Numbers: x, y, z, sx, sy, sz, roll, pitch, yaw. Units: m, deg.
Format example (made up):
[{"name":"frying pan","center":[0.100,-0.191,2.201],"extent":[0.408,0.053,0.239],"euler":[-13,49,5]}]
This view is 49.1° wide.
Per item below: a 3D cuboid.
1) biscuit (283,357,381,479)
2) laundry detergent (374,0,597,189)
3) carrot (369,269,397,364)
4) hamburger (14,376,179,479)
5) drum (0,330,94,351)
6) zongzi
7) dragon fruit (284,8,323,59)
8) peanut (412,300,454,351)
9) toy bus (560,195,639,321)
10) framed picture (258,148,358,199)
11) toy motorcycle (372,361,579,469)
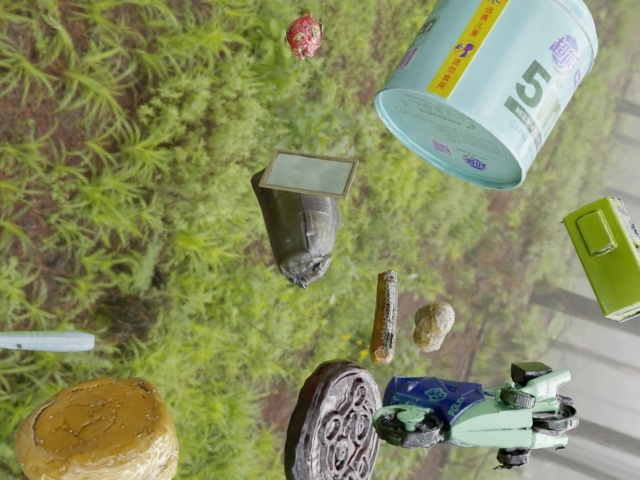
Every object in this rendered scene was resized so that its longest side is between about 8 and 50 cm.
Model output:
[{"name":"biscuit","center":[0.048,0.505,1.773],"extent":[0.407,0.091,0.408],"euler":[-9,100,-60]},{"name":"laundry detergent","center":[0.288,-0.289,1.185],"extent":[0.305,0.287,0.287],"euler":[-57,163,-8]},{"name":"carrot","center":[0.172,0.204,1.895],"extent":[0.070,0.070,0.260],"euler":[74,20,-65]},{"name":"hamburger","center":[-0.295,0.275,0.933],"extent":[0.214,0.213,0.108],"euler":[-47,144,-57]},{"name":"drum","center":[-0.466,0.154,1.001],"extent":[0.253,0.049,0.130],"euler":[24,120,-43]},{"name":"zongzi","center":[0.000,0.000,2.097],"extent":[0.432,0.207,0.404],"euler":[37,30,-48]},{"name":"dragon fruit","center":[-0.034,-0.465,1.573],"extent":[0.081,0.086,0.116],"euler":[42,60,-49]},{"name":"peanut","center":[0.284,0.217,1.770],"extent":[0.214,0.099,0.100],"euler":[86,27,-58]},{"name":"toy bus","center":[0.642,0.034,1.538],"extent":[0.150,0.128,0.262],"euler":[13,54,-50]},{"name":"framed picture","center":[-0.025,-0.152,1.588],"extent":[0.010,0.200,0.136],"euler":[88,15,-45]},{"name":"toy motorcycle","center":[0.225,0.260,1.065],"extent":[0.196,0.331,0.125],"euler":[-158,-112,-72]}]
